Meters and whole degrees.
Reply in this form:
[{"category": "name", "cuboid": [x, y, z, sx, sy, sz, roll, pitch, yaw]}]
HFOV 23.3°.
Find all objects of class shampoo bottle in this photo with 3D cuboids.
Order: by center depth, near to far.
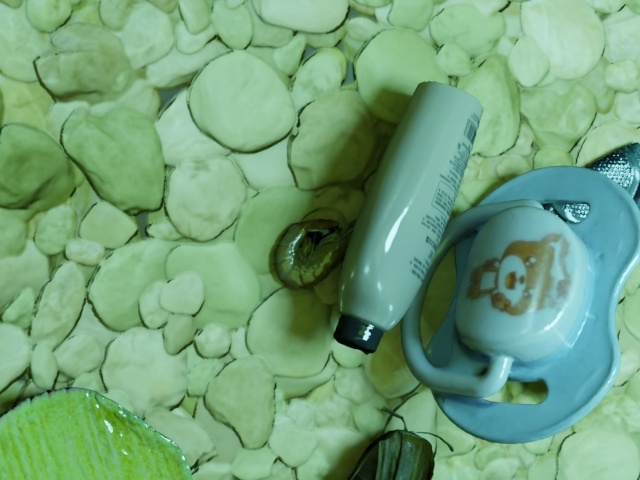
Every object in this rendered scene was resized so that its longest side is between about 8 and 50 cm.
[{"category": "shampoo bottle", "cuboid": [0.076, -0.017, 1.445, 0.078, 0.127, 0.257, 17, 79, 16]}]

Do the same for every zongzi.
[{"category": "zongzi", "cuboid": [0.061, 0.259, 1.419, 0.084, 0.184, 0.187, 32, 86, -14]}]

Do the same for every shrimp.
[{"category": "shrimp", "cuboid": [0.000, 0.000, 1.475, 0.059, 0.023, 0.108, 45, 82, -3]}]

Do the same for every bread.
[{"category": "bread", "cuboid": [-0.226, 0.247, 1.428, 0.228, 0.033, 0.229, -1, 93, -12]}]

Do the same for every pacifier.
[{"category": "pacifier", "cuboid": [0.208, 0.073, 1.473, 0.207, 0.227, 0.279, 38, 61, -45]}]

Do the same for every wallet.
[{"category": "wallet", "cuboid": [0.283, -0.033, 1.538, 0.129, 0.026, 0.088, -31, 99, -10]}]
